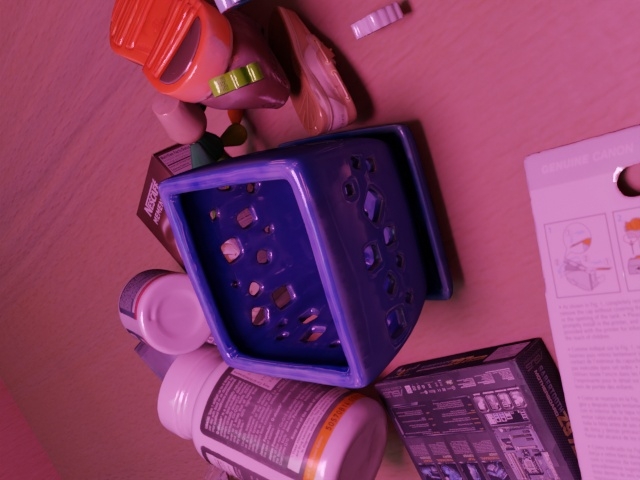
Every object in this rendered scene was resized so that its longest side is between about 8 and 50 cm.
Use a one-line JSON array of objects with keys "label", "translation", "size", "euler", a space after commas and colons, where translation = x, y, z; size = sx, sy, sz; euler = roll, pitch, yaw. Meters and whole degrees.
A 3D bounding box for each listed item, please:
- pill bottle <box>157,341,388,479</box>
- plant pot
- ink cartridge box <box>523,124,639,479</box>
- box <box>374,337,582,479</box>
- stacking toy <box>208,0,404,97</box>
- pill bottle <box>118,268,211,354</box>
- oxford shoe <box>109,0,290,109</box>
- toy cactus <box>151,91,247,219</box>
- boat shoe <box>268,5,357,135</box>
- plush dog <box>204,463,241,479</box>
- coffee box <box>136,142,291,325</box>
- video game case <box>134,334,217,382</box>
[{"label": "pill bottle", "translation": [-0.066, 0.238, 0.970], "size": [0.278, 0.162, 0.162], "euler": [18, 126, 28]}, {"label": "plant pot", "translation": [0.000, 0.000, 0.808], "size": [0.235, 0.212, 0.236], "euler": [-2, 111, 46]}, {"label": "ink cartridge box", "translation": [0.352, 0.082, 0.625], "size": [0.308, 0.091, 0.385], "euler": [-13, 87, 49]}, {"label": "box", "translation": [0.191, 0.222, 0.866], "size": [0.232, 0.059, 0.184], "euler": [-25, 92, 51]}, {"label": "stacking toy", "translation": [-0.042, -0.249, 0.700], "size": [0.167, 0.221, 0.052], "euler": [65, 161, -11]}, {"label": "pill bottle", "translation": [-0.222, 0.094, 1.038], "size": [0.180, 0.107, 0.108], "euler": [3, 117, 62]}, {"label": "oxford shoe", "translation": [-0.150, -0.240, 0.863], "size": [0.130, 0.132, 0.364], "euler": [-57, 40, 21]}, {"label": "toy cactus", "translation": [-0.154, -0.124, 0.894], "size": [0.112, 0.180, 0.219], "euler": [-9, 69, 13]}, {"label": "boat shoe", "translation": [-0.010, -0.188, 0.822], "size": [0.170, 0.059, 0.063], "euler": [69, 152, 22]}, {"label": "plush dog", "translation": [-0.074, 0.426, 1.192], "size": [0.225, 0.211, 0.262], "euler": [36, 141, -10]}, {"label": "coffee box", "translation": [-0.135, -0.007, 1.030], "size": [0.246, 0.098, 0.141], "euler": [47, 140, 14]}, {"label": "video game case", "translation": [-0.127, 0.186, 1.104], "size": [0.274, 0.026, 0.196], "euler": [43, 94, 17]}]
